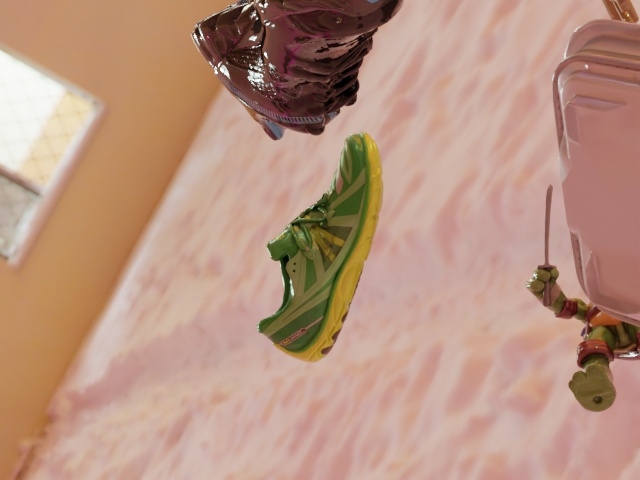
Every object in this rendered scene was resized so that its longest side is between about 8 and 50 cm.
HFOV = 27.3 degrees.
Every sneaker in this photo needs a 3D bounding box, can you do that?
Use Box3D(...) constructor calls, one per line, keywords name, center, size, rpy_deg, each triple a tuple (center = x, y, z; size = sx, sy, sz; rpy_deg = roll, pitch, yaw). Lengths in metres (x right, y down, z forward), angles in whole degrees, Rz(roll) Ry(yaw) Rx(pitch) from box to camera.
Box3D(name="sneaker", center=(0.002, -0.171, 1.144), size=(0.125, 0.140, 0.341), rpy_deg=(-33, 10, -17))
Box3D(name="sneaker", center=(0.000, 0.000, 1.625), size=(0.109, 0.123, 0.296), rpy_deg=(127, 161, -86))

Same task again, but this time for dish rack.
Box3D(name="dish rack", center=(0.316, -0.014, 1.015), size=(0.072, 0.286, 0.332), rpy_deg=(-35, 36, -31))

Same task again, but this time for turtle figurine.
Box3D(name="turtle figurine", center=(0.364, 0.065, 1.634), size=(0.266, 0.197, 0.275), rpy_deg=(-84, 10, -56))

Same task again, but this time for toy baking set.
Box3D(name="toy baking set", center=(0.324, -0.309, 1.489), size=(0.030, 0.256, 0.197), rpy_deg=(-25, -9, 11))
